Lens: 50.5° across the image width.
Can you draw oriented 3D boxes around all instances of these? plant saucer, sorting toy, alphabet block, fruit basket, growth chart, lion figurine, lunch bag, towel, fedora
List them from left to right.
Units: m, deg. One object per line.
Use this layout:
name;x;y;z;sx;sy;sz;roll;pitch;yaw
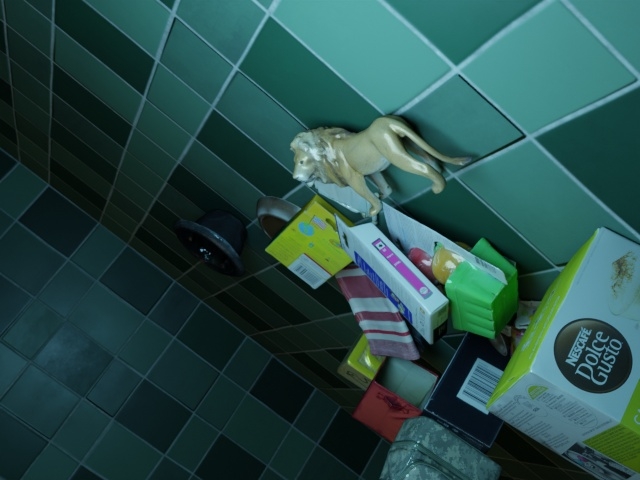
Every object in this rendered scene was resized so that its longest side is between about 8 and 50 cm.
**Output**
fedora;-0.358;-0.014;2.385;0.334;0.152;0.334;29;157;14
plant saucer;-0.083;-0.019;2.129;0.310;0.050;0.311;30;158;13
growth chart;0.051;-0.134;1.735;0.237;0.021;0.172;30;157;11
lion figurine;0.111;-0.186;1.436;0.240;0.142;0.392;49;141;-15
towel;0.169;0.221;2.109;0.237;0.037;0.329;-11;107;60
alphabet block;0.199;0.431;2.454;0.192;0.193;0.197;31;158;4
lunch bag;0.327;0.682;1.913;0.305;0.256;0.212;36;158;-4
fruit basket;0.315;0.067;1.654;0.353;0.165;0.327;39;164;36
plant saucer;0.456;0.224;1.796;0.168;0.029;0.168;62;178;4
sorting toy;0.511;0.184;1.659;0.045;0.075;0.083;45;156;-24

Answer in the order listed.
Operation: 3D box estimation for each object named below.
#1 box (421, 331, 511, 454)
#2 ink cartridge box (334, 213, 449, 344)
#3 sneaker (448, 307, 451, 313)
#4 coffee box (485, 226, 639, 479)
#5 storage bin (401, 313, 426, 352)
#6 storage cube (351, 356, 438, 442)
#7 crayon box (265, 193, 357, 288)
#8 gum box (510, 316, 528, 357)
box;0.459;0.493;2.074;0.212;0.293;0.395;28;157;18
ink cartridge box;0.174;0.081;1.691;0.371;0.069;0.176;45;164;29
sneaker;0.387;0.176;1.863;0.064;0.061;0.158;23;168;-12
coffee box;0.577;0.244;1.336;0.334;0.338;0.338;30;158;13
storage bin;0.287;0.285;2.162;0.135;0.091;0.098;19;153;36
storage cube;0.240;0.505;2.194;0.183;0.215;0.193;31;126;9
crayon box;0.000;0.000;1.935;0.202;0.081;0.318;39;142;-9
gum box;0.558;0.268;1.778;0.107;0.062;0.188;21;154;30
